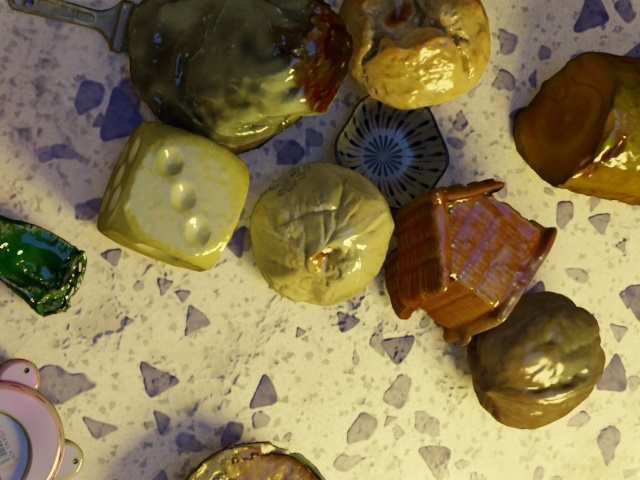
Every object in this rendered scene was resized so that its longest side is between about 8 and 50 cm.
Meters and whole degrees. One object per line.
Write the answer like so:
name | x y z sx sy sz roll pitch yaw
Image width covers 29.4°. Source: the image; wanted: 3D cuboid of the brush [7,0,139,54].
brush | -0.341 -0.324 1.761 0.218 0.010 0.083 13 84 -20

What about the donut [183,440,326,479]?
donut | -0.103 0.425 1.792 0.272 0.107 0.272 3 83 -20

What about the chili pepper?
chili pepper | -0.419 0.013 1.700 0.216 0.062 0.108 43 69 -14

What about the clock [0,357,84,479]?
clock | -0.467 0.291 1.660 0.248 0.090 0.228 -29 99 -21

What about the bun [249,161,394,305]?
bun | 0.000 0.000 1.798 0.220 0.134 0.220 -2 110 -5

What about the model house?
model house | 0.202 0.017 1.866 0.229 0.199 0.220 40 66 -14

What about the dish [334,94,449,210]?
dish | 0.101 -0.134 1.897 0.190 0.066 0.191 0 88 -18

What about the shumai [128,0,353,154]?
shumai | -0.093 -0.276 1.719 0.304 0.263 0.309 21 83 -24

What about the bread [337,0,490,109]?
bread | 0.141 -0.318 1.834 0.244 0.134 0.244 -2 67 4

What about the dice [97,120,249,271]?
dice | -0.208 -0.060 1.721 0.166 0.169 0.169 23 81 -20

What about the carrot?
carrot | 0.509 -0.175 1.964 0.340 0.241 0.242 7 86 -19

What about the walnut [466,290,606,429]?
walnut | 0.333 0.185 1.910 0.224 0.224 0.224 0 89 -21
